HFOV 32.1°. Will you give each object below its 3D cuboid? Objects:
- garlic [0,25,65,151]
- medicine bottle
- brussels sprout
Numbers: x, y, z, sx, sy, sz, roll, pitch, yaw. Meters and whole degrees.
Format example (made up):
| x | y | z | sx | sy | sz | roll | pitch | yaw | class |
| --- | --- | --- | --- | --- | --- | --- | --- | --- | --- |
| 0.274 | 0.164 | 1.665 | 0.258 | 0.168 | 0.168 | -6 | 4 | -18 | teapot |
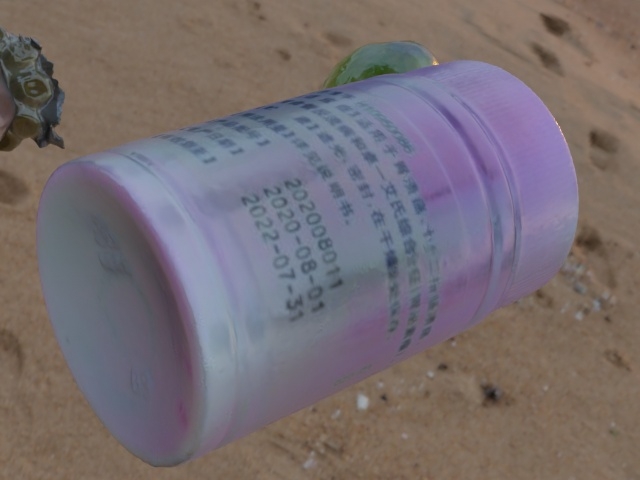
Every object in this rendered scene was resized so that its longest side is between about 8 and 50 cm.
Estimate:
| x | y | z | sx | sy | sz | roll | pitch | yaw | class |
| --- | --- | --- | --- | --- | --- | --- | --- | --- | --- |
| -0.280 | -0.088 | 0.879 | 0.256 | 0.207 | 0.207 | 24 | 29 | 33 | garlic |
| 0.000 | 0.000 | 0.581 | 0.254 | 0.152 | 0.152 | -20 | 54 | -36 | medicine bottle |
| 0.073 | -0.164 | 1.235 | 0.149 | 0.122 | 0.151 | -6 | 45 | -33 | brussels sprout |
